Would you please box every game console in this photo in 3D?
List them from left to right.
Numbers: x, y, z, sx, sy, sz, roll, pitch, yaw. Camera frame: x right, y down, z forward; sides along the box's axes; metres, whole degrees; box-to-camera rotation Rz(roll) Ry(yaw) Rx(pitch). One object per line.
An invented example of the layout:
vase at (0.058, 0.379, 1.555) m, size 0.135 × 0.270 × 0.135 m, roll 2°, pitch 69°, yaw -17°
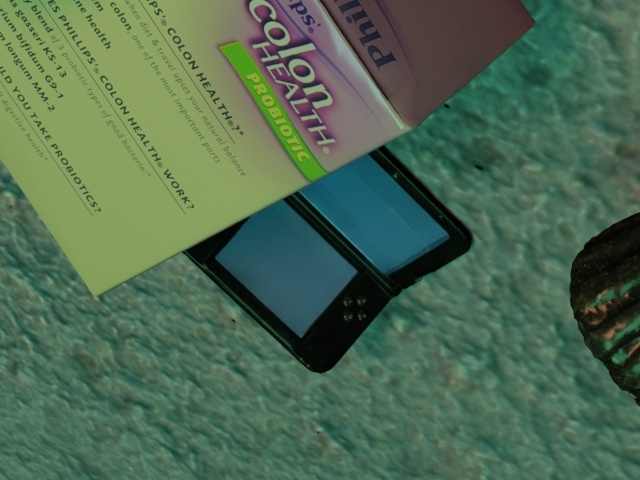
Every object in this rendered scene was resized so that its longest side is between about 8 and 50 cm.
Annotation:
game console at (0.000, 0.000, 0.935) m, size 0.122 × 0.107 × 0.071 m, roll 44°, pitch 167°, yaw -12°

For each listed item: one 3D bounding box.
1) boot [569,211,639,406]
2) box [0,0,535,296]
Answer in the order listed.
boot at (0.192, -0.047, 0.712) m, size 0.348 × 0.131 × 0.260 m, roll 45°, pitch 139°, yaw -15°
box at (-0.066, -0.121, 0.786) m, size 0.243 × 0.117 × 0.213 m, roll -26°, pitch 101°, yaw 47°
